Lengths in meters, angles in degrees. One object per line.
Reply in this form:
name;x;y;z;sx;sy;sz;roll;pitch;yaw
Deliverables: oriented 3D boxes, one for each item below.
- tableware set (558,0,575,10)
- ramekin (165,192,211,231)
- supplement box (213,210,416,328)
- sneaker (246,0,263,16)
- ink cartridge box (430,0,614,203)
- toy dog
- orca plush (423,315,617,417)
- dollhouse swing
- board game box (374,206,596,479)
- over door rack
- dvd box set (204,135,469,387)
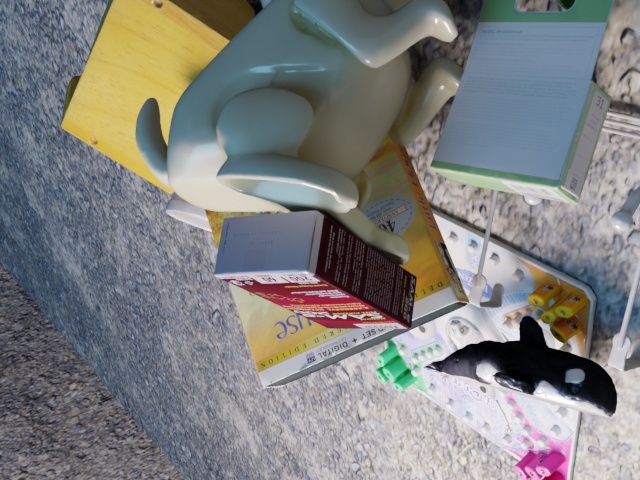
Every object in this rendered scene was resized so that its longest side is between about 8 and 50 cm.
tableware set;0.267;-0.317;0.902;0.104;0.024;0.154;50;147;17
ramekin;-0.166;-0.071;1.574;0.207;0.207;0.109;6;77;54
supplement box;0.002;0.042;1.022;0.130;0.239;0.073;-3;70;33
sneaker;-0.093;-0.363;1.381;0.119;0.047;0.057;39;121;30
ink cartridge box;0.229;-0.169;0.943;0.171;0.056;0.235;15;84;47
toy dog;-0.004;-0.213;1.076;0.395;0.408;0.284;10;165;34
orca plush;0.273;0.154;1.166;0.287;0.151;0.102;-2;69;66
dollhouse swing;-0.250;-0.339;1.484;0.315;0.305;0.347;32;133;-9
board game box;0.222;0.156;1.337;0.390;0.050;0.390;30;138;40
over door rack;0.272;-0.021;1.016;0.239;0.108;0.324;24;123;46
dvd box set;-0.011;-0.044;1.221;0.307;0.062;0.420;-26;72;21
